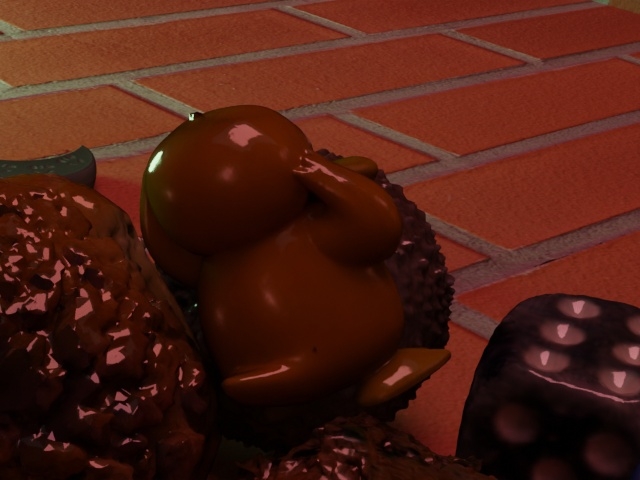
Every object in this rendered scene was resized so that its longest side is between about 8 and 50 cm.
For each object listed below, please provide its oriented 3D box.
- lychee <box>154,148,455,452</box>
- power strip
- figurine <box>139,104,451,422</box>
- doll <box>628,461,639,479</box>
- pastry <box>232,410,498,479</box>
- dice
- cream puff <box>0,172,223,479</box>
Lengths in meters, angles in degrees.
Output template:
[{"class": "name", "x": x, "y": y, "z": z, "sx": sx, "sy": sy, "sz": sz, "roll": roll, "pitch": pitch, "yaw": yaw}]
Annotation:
[{"class": "lychee", "x": -0.012, "y": 0.062, "z": 1.257, "sx": 0.300, "sy": 0.300, "sz": 0.300, "roll": 5, "pitch": 23, "yaw": -2}, {"class": "power strip", "x": -0.393, "y": -0.084, "z": 1.790, "sx": 0.216, "sy": 0.044, "sz": 0.137, "roll": -4, "pitch": 26, "yaw": -25}, {"class": "figurine", "x": -0.028, "y": 0.017, "z": 1.013, "sx": 0.215, "sy": 0.228, "sz": 0.215, "roll": -9, "pitch": -10, "yaw": -2}, {"class": "doll", "x": 0.359, "y": 0.233, "z": 1.032, "sx": 0.311, "sy": 0.160, "sz": 0.242, "roll": -13, "pitch": 50, "yaw": -46}, {"class": "pastry", "x": 0.036, "y": 0.230, "z": 0.968, "sx": 0.274, "sy": 0.193, "sz": 0.275, "roll": 7, "pitch": 22, "yaw": -3}, {"class": "dice", "x": 0.227, "y": 0.162, "z": 1.195, "sx": 0.181, "sy": 0.183, "sz": 0.182, "roll": 16, "pitch": 27, "yaw": 19}, {"class": "cream puff", "x": -0.234, "y": 0.101, "z": 1.023, "sx": 0.327, "sy": 0.343, "sz": 0.231, "roll": 4, "pitch": -14, "yaw": 11}]
